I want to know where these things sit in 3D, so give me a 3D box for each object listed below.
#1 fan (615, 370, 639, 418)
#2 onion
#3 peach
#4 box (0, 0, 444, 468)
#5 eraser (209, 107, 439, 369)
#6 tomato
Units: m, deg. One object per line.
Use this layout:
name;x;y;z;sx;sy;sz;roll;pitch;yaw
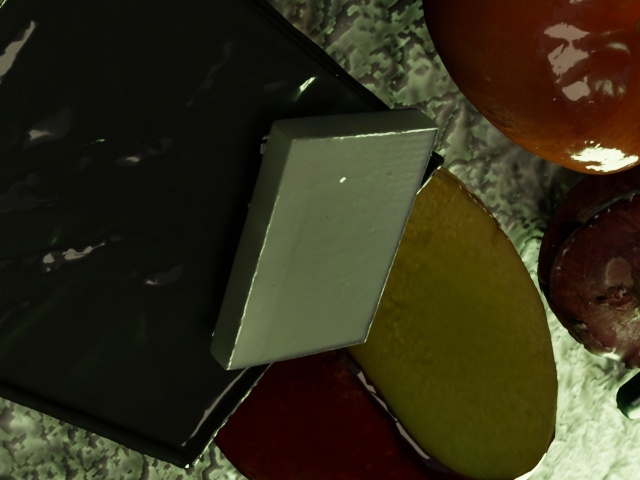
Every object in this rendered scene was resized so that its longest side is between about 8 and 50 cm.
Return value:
fan;0.351;0.117;1.482;0.155;0.039;0.082;-37;138;-4
onion;0.275;0.010;1.271;0.147;0.184;0.184;-59;162;-55
peach;0.024;0.072;1.058;0.245;0.248;0.274;-28;125;13
box;-0.141;-0.067;0.830;0.251;0.204;0.345;-50;141;6
eraser;0.000;0.000;0.832;0.104;0.023;0.150;-8;128;-38
tomato;0.186;-0.175;1.021;0.260;0.180;0.259;-22;135;-25
